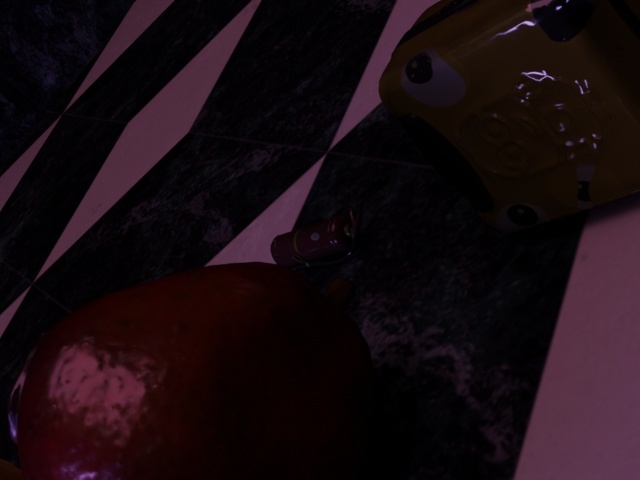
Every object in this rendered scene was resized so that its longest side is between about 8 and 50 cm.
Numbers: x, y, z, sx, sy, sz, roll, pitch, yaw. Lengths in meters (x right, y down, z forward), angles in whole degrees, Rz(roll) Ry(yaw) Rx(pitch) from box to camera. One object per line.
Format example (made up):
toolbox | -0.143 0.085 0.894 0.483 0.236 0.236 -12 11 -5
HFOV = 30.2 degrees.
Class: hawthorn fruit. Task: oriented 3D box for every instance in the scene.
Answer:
hawthorn fruit | -0.080 0.136 0.934 0.307 0.265 0.265 -43 19 -29

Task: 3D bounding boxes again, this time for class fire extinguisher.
fire extinguisher | 0.000 0.000 1.237 0.132 0.039 0.056 -16 73 49

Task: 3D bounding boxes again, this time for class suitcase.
suitcase | 0.183 -0.128 0.941 0.235 0.194 0.143 -22 28 44

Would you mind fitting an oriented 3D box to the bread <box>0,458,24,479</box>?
bread | -0.412 0.364 1.249 0.294 0.167 0.132 -64 5 -27
